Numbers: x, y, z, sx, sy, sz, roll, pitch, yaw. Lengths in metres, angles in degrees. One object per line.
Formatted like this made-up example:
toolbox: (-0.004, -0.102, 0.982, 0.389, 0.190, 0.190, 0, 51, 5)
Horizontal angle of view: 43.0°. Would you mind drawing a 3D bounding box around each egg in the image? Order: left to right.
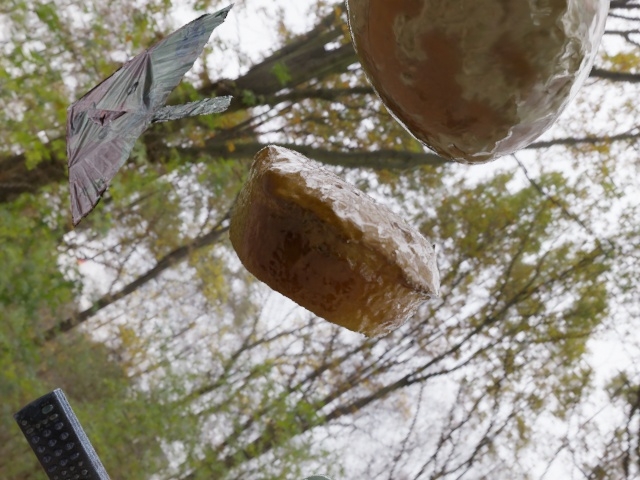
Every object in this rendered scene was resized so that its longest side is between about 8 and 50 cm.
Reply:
egg: (0.111, -0.172, 0.587, 0.195, 0.194, 0.233, 23, -66, 54)

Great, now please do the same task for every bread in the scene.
bread: (-0.008, -0.004, 0.828, 0.260, 0.129, 0.134, 35, 8, 24)

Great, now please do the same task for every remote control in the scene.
remote control: (-0.185, 0.190, 0.635, 0.153, 0.043, 0.027, 60, 20, 0)

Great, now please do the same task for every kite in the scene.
kite: (-0.081, -0.059, 0.394, 0.005, 0.137, 0.152, 42, 14, 9)

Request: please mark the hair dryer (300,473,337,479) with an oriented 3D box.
hair dryer: (-0.022, 0.303, 0.586, 0.206, 0.237, 0.075, 45, -33, 35)
